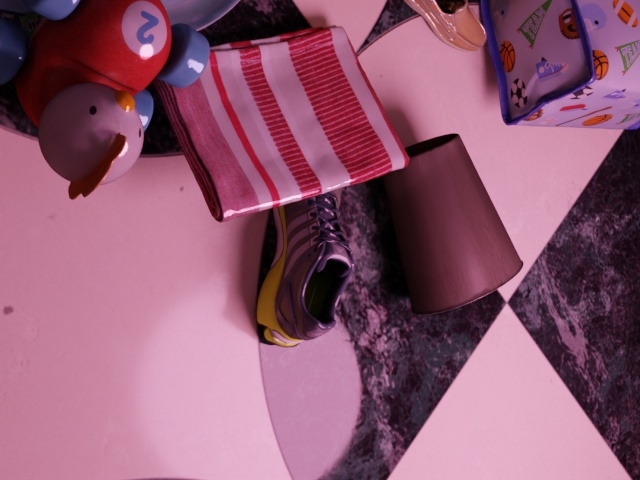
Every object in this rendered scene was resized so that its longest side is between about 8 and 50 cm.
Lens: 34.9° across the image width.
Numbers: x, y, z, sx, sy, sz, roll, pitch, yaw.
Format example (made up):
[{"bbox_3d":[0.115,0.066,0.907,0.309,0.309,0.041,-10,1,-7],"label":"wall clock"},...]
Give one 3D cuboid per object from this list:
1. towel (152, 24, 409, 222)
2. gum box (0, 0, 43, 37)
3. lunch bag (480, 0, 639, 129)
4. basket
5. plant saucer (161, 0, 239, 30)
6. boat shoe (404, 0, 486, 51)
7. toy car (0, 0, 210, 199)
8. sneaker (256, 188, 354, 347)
[{"bbox_3d":[-0.047,-0.168,1.367,0.329,0.037,0.237,-18,78,-36],"label":"towel"},{"bbox_3d":[-0.318,-0.327,1.188,0.157,0.041,0.184,4,103,-37],"label":"gum box"},{"bbox_3d":[0.444,-0.397,1.676,0.328,0.239,0.385,-1,74,-36],"label":"lunch bag"},{"bbox_3d":[0.184,-0.033,1.527,0.204,0.154,0.227,-30,103,-35],"label":"basket"},{"bbox_3d":[-0.167,-0.396,1.205,0.317,0.044,0.317,-32,140,-32],"label":"plant saucer"},{"bbox_3d":[0.203,-0.357,1.586,0.190,0.072,0.068,29,73,-33],"label":"boat shoe"},{"bbox_3d":[-0.242,-0.152,1.120,0.219,0.210,0.238,24,36,-44],"label":"toy car"},{"bbox_3d":[0.000,0.000,1.399,0.111,0.121,0.300,12,81,-37],"label":"sneaker"}]
